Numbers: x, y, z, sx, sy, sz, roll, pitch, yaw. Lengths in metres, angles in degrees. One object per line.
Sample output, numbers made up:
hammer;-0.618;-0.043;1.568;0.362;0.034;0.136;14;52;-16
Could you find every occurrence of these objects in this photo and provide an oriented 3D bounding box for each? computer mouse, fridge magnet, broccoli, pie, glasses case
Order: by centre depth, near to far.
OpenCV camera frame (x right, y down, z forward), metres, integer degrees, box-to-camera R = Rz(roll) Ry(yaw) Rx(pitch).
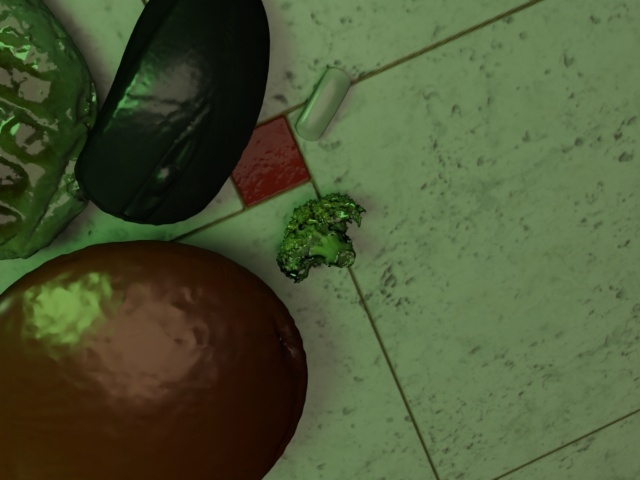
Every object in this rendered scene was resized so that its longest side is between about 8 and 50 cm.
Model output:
pie;-0.352;-0.116;0.542;0.307;0.071;0.306;-6;111;-16
computer mouse;-0.128;-0.129;0.566;0.138;0.086;0.269;20;101;-37
glasses case;0.003;-0.147;0.645;0.032;0.021;0.083;25;104;-18
fridge magnet;-0.193;0.164;0.650;0.364;0.155;0.363;-5;113;-12
broccoli;0.000;0.000;0.668;0.097;0.092;0.095;-17;129;-25
